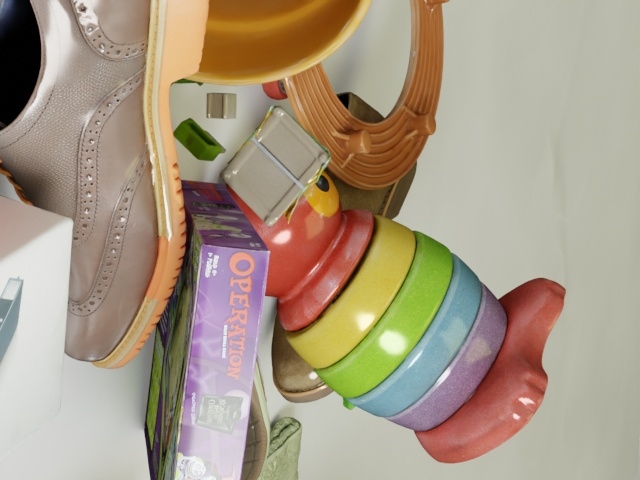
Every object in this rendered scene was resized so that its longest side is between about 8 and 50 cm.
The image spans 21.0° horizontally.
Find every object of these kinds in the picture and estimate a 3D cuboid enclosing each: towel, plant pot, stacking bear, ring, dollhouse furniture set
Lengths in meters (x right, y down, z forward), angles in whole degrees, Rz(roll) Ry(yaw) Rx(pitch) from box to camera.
[{"bbox_3d":[-0.053,0.238,1.607,0.148,0.027,0.110,-44,140,-59],"label":"towel"},{"bbox_3d":[-0.055,-0.240,1.153,0.188,0.205,0.205,-81,167,-48],"label":"plant pot"},{"bbox_3d":[0.035,0.042,1.424,0.164,0.289,0.175,-42,-162,39],"label":"stacking bear"},{"bbox_3d":[0.046,-0.213,1.540,0.336,0.032,0.337,13,75,-61],"label":"ring"},{"bbox_3d":[-0.053,-0.084,1.287,0.076,0.152,0.058,-50,167,21],"label":"dollhouse furniture set"}]

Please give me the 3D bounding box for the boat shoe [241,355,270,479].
[{"bbox_3d":[-0.072,0.118,1.449,0.072,0.068,0.190,-70,161,-59],"label":"boat shoe"}]

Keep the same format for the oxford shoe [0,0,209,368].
[{"bbox_3d":[-0.160,-0.064,1.080,0.132,0.130,0.364,-11,129,-26],"label":"oxford shoe"}]

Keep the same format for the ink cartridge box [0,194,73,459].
[{"bbox_3d":[-0.234,0.037,0.885,0.296,0.066,0.261,-41,143,-55],"label":"ink cartridge box"}]

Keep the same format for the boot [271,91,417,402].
[{"bbox_3d":[0.000,0.000,1.566,0.115,0.112,0.305,50,44,-44],"label":"boot"}]

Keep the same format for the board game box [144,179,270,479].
[{"bbox_3d":[-0.084,0.079,1.186,0.347,0.056,0.208,-129,-138,-78],"label":"board game box"}]

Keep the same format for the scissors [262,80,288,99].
[{"bbox_3d":[0.008,-0.222,1.577,0.297,0.021,0.109,-51,143,-56],"label":"scissors"}]

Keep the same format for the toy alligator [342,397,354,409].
[{"bbox_3d":[0.022,0.076,1.711,0.051,0.056,0.190,0,103,-29],"label":"toy alligator"}]
